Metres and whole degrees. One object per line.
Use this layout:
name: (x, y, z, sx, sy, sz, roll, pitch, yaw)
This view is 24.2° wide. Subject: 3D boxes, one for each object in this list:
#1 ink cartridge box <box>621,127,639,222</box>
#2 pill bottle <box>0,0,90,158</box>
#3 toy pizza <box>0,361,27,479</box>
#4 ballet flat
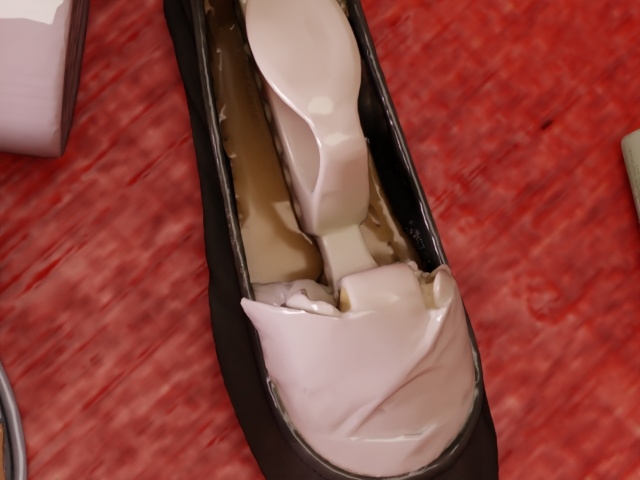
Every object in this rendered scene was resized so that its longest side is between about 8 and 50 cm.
ink cartridge box: (0.255, 0.014, 0.596, 0.235, 0.056, 0.171, -11, 83, -12)
pill bottle: (-0.195, -0.091, 0.521, 0.221, 0.121, 0.121, 7, 80, -6)
toy pizza: (-0.208, 0.088, 0.535, 0.201, 0.032, 0.201, 1, 81, -7)
ballet flat: (0.000, 0.000, 0.544, 0.095, 0.096, 0.280, -18, 84, -10)
